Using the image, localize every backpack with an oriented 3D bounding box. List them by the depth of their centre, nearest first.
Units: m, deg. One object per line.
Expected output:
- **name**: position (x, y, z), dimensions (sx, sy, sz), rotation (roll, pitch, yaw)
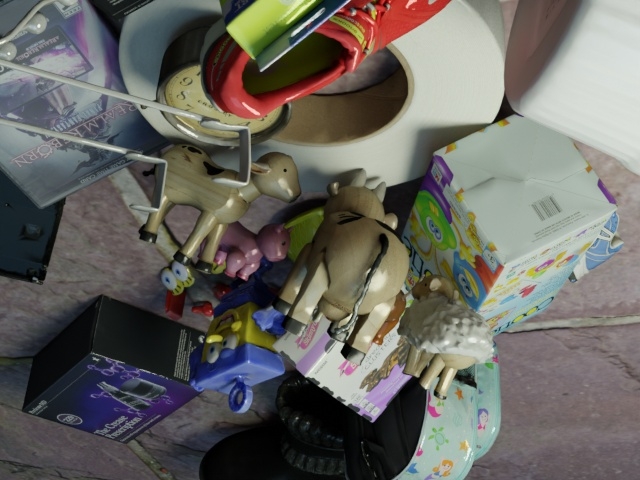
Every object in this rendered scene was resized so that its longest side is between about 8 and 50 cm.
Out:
- **backpack**: position (0.130, 0.230, 1.739), dimensions (0.191, 0.254, 0.225), rotation (22, 143, -25)

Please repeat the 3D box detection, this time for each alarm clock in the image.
- **alarm clock**: position (-0.078, -0.157, 1.204), dimensions (0.129, 0.064, 0.192), rotation (25, 145, -27)

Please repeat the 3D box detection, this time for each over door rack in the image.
- **over door rack**: position (-0.238, -0.142, 1.171), dimensions (0.324, 0.108, 0.239), rotation (26, 164, -23)

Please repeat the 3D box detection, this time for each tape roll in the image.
- **tape roll**: position (-0.007, -0.184, 1.279), dimensions (0.392, 0.072, 0.392), rotation (4, 148, 3)

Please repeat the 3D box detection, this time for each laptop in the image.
- **laptop**: position (-0.455, -0.035, 1.633), dimensions (0.234, 0.136, 0.264), rotation (13, 121, -13)

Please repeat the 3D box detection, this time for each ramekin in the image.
- **ramekin**: position (0.255, -0.201, 1.034), dimensions (0.135, 0.277, 0.277), rotation (18, 146, -6)

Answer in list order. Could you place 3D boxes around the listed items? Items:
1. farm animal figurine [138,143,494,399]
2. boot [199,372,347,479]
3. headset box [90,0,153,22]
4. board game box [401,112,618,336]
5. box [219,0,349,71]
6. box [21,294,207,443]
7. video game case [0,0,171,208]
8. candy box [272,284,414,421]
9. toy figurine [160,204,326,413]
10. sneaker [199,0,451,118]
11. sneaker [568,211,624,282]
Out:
- **farm animal figurine**: position (0.000, 0.000, 1.333), dimensions (0.330, 0.172, 0.327), rotation (24, -175, -28)
- **boot**: position (-0.050, 0.313, 2.005), dimensions (0.348, 0.131, 0.260), rotation (-12, 152, 7)
- **headset box**: position (-0.169, -0.341, 0.997), dimensions (0.246, 0.131, 0.283), rotation (-21, 139, 35)
- **board game box**: position (0.190, -0.004, 1.391), dimensions (0.144, 0.142, 0.275), rotation (-25, 160, -17)
- **box**: position (-0.032, -0.216, 1.021), dimensions (0.109, 0.178, 0.042), rotation (-38, 121, 13)
- **box**: position (-0.307, 0.199, 1.902), dimensions (0.184, 0.103, 0.261), rotation (25, 143, -23)
- **video game case**: position (-0.287, -0.155, 1.348), dimensions (0.196, 0.026, 0.274), rotation (-26, 140, 8)
- **candy box**: position (0.056, 0.120, 1.588), dimensions (0.165, 0.070, 0.196), rotation (-50, 143, -1)
- **toy figurine**: position (-0.059, 0.120, 1.630), dimensions (0.362, 0.217, 0.191), rotation (-24, 137, 39)
- **sneaker**: position (0.029, -0.183, 1.066), dimensions (0.279, 0.118, 0.107), rotation (-34, 116, 3)
- **sneaker**: position (0.295, -0.038, 1.477), dimensions (0.081, 0.080, 0.211), rotation (-26, 141, 5)
